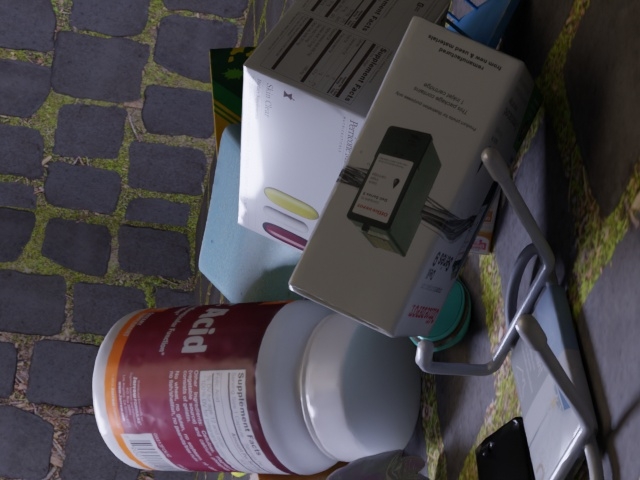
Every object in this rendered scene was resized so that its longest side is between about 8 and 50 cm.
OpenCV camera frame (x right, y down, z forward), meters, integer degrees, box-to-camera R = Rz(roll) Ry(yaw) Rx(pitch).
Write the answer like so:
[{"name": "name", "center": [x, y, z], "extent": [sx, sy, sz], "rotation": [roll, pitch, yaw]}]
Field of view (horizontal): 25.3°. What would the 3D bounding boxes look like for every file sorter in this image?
[{"name": "file sorter", "center": [0.130, -0.251, 1.623], "extent": [0.170, 0.104, 0.118], "rotation": [-28, 29, 58]}]

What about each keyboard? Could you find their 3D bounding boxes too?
[{"name": "keyboard", "center": [0.192, 0.278, 1.425], "extent": [0.100, 0.038, 0.192], "rotation": [-41, 36, 38]}]

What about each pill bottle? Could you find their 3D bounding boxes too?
[{"name": "pill bottle", "center": [-0.084, 0.191, 1.860], "extent": [0.392, 0.224, 0.224], "rotation": [-5, 81, 33]}]

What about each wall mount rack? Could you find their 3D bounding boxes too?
[{"name": "wall mount rack", "center": [0.179, 0.102, 1.308], "extent": [0.350, 0.131, 0.304], "rotation": [-96, 17, -45]}]

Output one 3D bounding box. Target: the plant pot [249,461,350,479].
[{"name": "plant pot", "center": [-0.002, 0.379, 1.895], "extent": [0.205, 0.188, 0.205], "rotation": [-173, 90, -78]}]

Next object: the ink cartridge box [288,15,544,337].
[{"name": "ink cartridge box", "center": [0.101, -0.052, 1.428], "extent": [0.289, 0.122, 0.211], "rotation": [-65, -14, 3]}]

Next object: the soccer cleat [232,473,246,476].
[{"name": "soccer cleat", "center": [-0.120, 0.285, 2.561], "extent": [0.289, 0.121, 0.093], "rotation": [-67, 24, 9]}]

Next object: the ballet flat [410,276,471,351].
[{"name": "ballet flat", "center": [0.136, 0.073, 1.714], "extent": [0.247, 0.083, 0.087], "rotation": [-100, -4, -55]}]

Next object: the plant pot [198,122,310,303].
[{"name": "plant pot", "center": [0.000, 0.000, 2.021], "extent": [0.252, 0.247, 0.247], "rotation": [52, 136, 50]}]

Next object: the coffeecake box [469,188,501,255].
[{"name": "coffeecake box", "center": [0.163, -0.091, 1.656], "extent": [0.142, 0.068, 0.185], "rotation": [-126, 44, -73]}]

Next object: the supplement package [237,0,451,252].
[{"name": "supplement package", "center": [0.022, -0.134, 1.556], "extent": [0.204, 0.145, 0.261], "rotation": [-56, -17, -34]}]

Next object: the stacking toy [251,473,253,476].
[{"name": "stacking toy", "center": [-0.081, 0.414, 2.617], "extent": [0.221, 0.052, 0.166], "rotation": [-116, 34, -69]}]

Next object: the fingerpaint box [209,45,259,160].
[{"name": "fingerpaint box", "center": [-0.082, -0.048, 2.390], "extent": [0.371, 0.163, 0.444], "rotation": [-99, 5, -55]}]

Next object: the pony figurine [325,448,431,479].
[{"name": "pony figurine", "center": [-0.006, 0.406, 1.609], "extent": [0.363, 0.351, 0.302], "rotation": [43, 114, 42]}]
